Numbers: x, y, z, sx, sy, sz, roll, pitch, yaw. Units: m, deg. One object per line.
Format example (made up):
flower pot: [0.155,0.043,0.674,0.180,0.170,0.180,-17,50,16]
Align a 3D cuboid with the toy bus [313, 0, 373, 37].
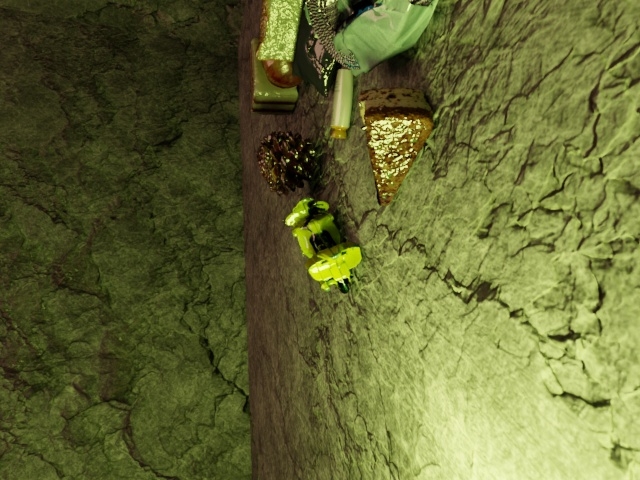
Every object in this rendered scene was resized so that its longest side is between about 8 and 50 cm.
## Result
toy bus: [0.085,-0.613,1.051,0.342,0.138,0.097,134,140,-62]

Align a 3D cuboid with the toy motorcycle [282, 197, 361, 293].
toy motorcycle: [0.002,-0.001,1.236,0.206,0.142,0.342,58,180,-31]

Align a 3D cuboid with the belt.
belt: [0.096,-0.490,0.899,0.260,0.122,0.325,59,154,-12]

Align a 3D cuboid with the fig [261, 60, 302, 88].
fig: [-0.116,-0.655,1.624,0.205,0.205,0.205,-178,90,-72]

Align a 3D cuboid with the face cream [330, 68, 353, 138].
face cream: [0.059,-0.372,1.239,0.072,0.051,0.182,-145,59,-64]

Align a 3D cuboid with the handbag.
handbag: [-0.006,-0.586,1.362,0.211,0.089,0.254,48,134,38]

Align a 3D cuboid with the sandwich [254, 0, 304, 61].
sandwich: [-0.087,-0.695,1.443,0.087,0.226,0.251,-117,33,-50]

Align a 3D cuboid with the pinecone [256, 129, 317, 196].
pinecone: [-0.109,-0.266,1.508,0.221,0.222,0.221,-178,90,-72]

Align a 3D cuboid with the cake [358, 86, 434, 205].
cake: [0.163,-0.186,0.922,0.246,0.135,0.112,70,-164,-45]

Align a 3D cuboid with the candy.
candy: [-0.196,-0.675,1.853,0.135,0.180,0.320,127,142,-63]
